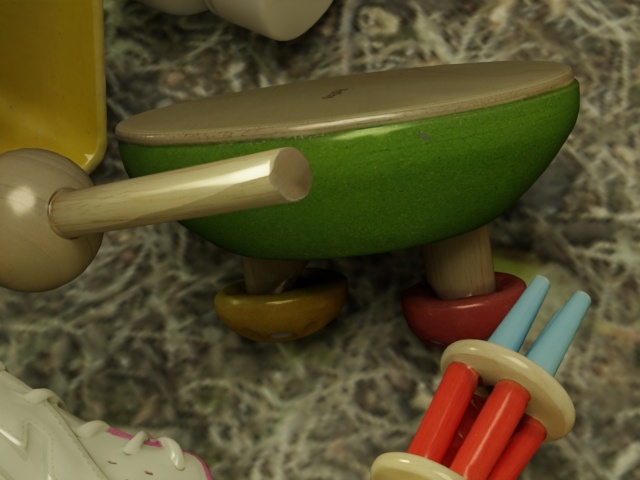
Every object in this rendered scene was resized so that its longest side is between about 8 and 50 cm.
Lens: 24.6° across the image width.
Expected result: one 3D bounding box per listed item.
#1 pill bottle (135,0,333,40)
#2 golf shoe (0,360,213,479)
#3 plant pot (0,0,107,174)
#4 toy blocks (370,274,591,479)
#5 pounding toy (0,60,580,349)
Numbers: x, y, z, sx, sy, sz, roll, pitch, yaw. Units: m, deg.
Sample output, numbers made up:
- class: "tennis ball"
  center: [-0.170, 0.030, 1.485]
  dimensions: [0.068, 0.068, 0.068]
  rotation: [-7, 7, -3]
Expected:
- class: "pill bottle"
  center: [-0.088, -0.176, 0.688]
  dimensions: [0.209, 0.119, 0.119]
  rotation: [26, 63, 18]
- class: "golf shoe"
  center: [-0.106, 0.099, 0.513]
  dimensions: [0.140, 0.115, 0.306]
  rotation: [-30, 80, -28]
- class: "plant pot"
  center: [-0.231, -0.128, 0.601]
  dimensions: [0.212, 0.212, 0.187]
  rotation: [-21, 35, -40]
- class: "toy blocks"
  center: [0.075, 0.098, 0.517]
  dimensions: [0.123, 0.054, 0.148]
  rotation: [45, 62, -18]
- class: "pounding toy"
  center: [0.000, 0.000, 0.571]
  dimensions: [0.183, 0.110, 0.237]
  rotation: [1, 14, 39]
